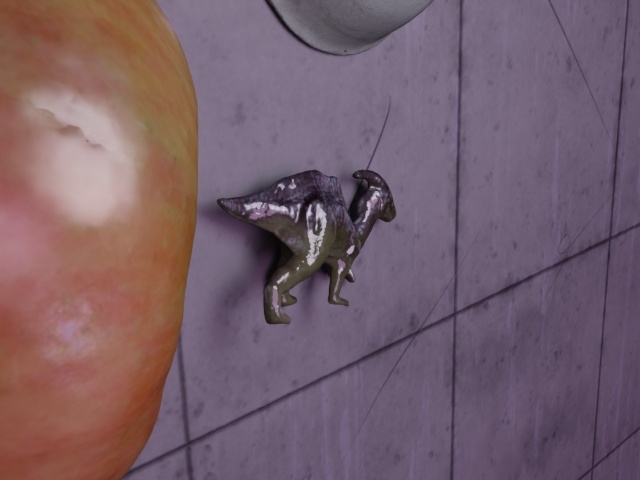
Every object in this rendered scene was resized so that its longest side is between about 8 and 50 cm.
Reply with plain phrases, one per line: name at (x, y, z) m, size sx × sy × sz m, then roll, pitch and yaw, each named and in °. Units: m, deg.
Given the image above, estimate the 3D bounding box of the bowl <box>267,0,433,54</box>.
bowl at (0.078, -0.355, 0.902) m, size 0.313 × 0.146 × 0.313 m, roll -15°, pitch 112°, yaw -42°

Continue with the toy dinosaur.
toy dinosaur at (-0.005, -0.001, 0.968) m, size 0.294 × 0.077 × 0.162 m, roll -9°, pitch 104°, yaw -60°

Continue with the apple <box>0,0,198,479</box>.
apple at (-0.252, -0.021, 0.485) m, size 0.346 × 0.391 × 0.391 m, roll 12°, pitch 92°, yaw -27°
